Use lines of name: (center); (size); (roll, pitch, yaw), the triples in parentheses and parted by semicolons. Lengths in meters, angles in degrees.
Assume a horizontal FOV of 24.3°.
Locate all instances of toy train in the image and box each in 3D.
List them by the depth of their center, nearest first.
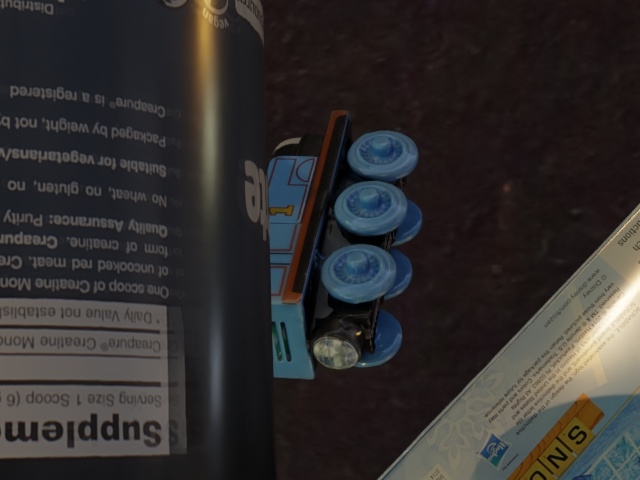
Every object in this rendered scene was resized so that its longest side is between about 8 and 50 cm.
toy train: (0.000, 0.000, 0.860); (0.105, 0.080, 0.184); (3, 45, 10)

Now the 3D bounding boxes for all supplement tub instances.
supplement tub: (-0.109, 0.020, 0.438); (0.191, 0.191, 0.272); (2, 80, -24)

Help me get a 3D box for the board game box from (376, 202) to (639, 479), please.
board game box: (0.151, 0.190, 0.627); (0.318, 0.318, 0.066); (-47, 144, 7)
